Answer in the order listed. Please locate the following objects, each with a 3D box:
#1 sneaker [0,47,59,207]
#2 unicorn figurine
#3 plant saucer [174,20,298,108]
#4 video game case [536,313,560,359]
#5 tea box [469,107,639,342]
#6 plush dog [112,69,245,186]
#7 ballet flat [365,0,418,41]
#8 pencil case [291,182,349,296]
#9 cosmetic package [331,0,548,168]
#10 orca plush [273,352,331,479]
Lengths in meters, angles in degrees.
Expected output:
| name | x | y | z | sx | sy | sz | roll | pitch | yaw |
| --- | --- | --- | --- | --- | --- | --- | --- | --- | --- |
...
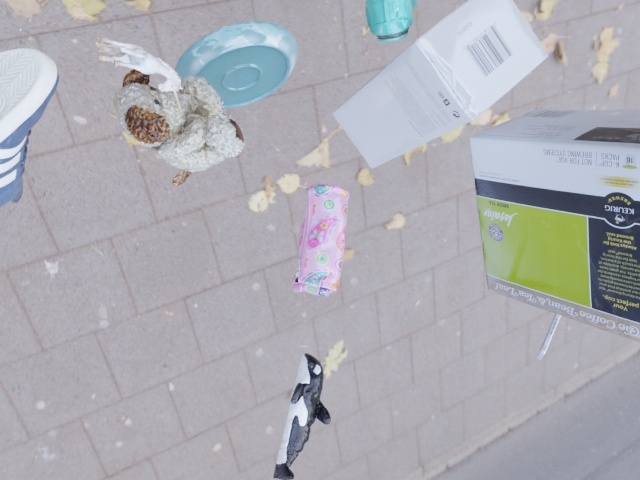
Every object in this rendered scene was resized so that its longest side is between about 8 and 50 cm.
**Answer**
| name | x | y | z | sx | sy | sz | roll | pitch | yaw |
| --- | --- | --- | --- | --- | --- | --- | --- | --- | --- |
| sneaker | -0.509 | -0.142 | 0.850 | 0.350 | 0.131 | 0.148 | -43 | 159 | 9 |
| unicorn figurine | -0.304 | -0.299 | 0.913 | 0.111 | 0.162 | 0.060 | -2 | 137 | -52 |
| plant saucer | -0.200 | -0.417 | 1.341 | 0.318 | 0.317 | 0.043 | -14 | 74 | -24 |
| video game case | 0.478 | 0.185 | 1.120 | 0.122 | 0.011 | 0.087 | -62 | 157 | -11 |
| tea box | 0.469 | -0.046 | 0.934 | 0.220 | 0.329 | 0.323 | -24 | 115 | -27 |
| plush dog | -0.311 | -0.234 | 1.089 | 0.210 | 0.262 | 0.225 | -46 | 136 | 14 |
| ballet flat | 0.113 | -0.392 | 0.864 | 0.083 | 0.247 | 0.087 | -6 | 123 | 11 |
| pencil case | 0.000 | 0.000 | 1.365 | 0.124 | 0.124 | 0.283 | 16 | 77 | -33 |
| cosmetic package | 0.189 | -0.271 | 0.973 | 0.197 | 0.366 | 0.155 | -41 | 100 | -18 |
| orca plush | -0.025 | 0.409 | 1.252 | 0.102 | 0.287 | 0.151 | 13 | 137 | 3 |
